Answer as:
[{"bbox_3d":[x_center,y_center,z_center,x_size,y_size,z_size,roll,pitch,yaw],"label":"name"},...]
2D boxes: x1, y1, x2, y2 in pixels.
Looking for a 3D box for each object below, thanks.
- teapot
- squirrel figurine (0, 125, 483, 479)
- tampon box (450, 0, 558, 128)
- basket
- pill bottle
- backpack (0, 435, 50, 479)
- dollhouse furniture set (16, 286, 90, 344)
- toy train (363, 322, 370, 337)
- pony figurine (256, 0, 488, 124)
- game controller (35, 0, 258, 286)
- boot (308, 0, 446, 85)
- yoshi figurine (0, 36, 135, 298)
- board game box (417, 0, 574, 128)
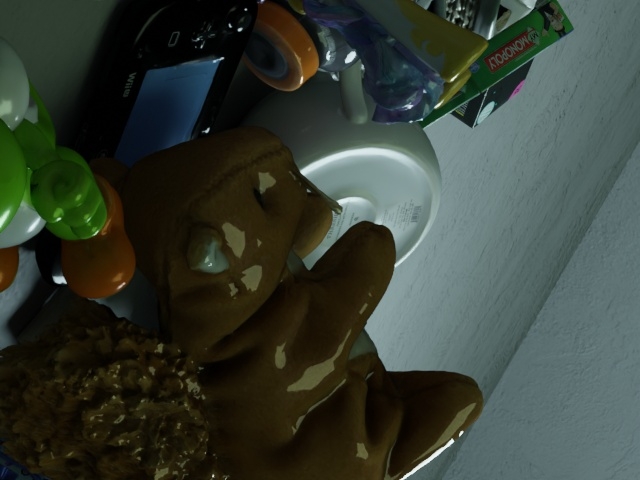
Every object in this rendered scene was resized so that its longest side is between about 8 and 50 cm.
[{"bbox_3d":[-0.005,-0.082,1.965,0.256,0.187,0.252,-37,137,12],"label":"teapot"},{"bbox_3d":[-0.106,0.094,1.690,0.397,0.281,0.370,-39,140,-10],"label":"squirrel figurine"},{"bbox_3d":[0.204,-0.245,2.329,0.120,0.101,0.161,-38,156,-42],"label":"tampon box"},{"bbox_3d":[0.196,-0.324,2.163,0.113,0.103,0.167,-44,159,-32],"label":"basket"},{"bbox_3d":[0.023,-0.250,1.802,0.246,0.130,0.130,-46,160,-26],"label":"pill bottle"},{"bbox_3d":[-0.328,0.251,1.776,0.173,0.158,0.117,19,97,-60],"label":"backpack"},{"bbox_3d":[-0.230,0.155,1.877,0.129,0.129,0.184,-51,163,-12],"label":"dollhouse furniture set"},{"bbox_3d":[-0.066,0.134,2.045,0.190,0.142,0.334,-55,-156,-13],"label":"toy train"},{"bbox_3d":[-0.006,-0.265,1.453,0.351,0.363,0.303,-47,176,32],"label":"pony figurine"},{"bbox_3d":[-0.161,-0.095,1.709,0.166,0.067,0.319,-28,148,-55],"label":"game controller"},{"bbox_3d":[0.059,-0.199,1.998,0.095,0.123,0.258,-43,159,-34],"label":"boot"},{"bbox_3d":[-0.254,-0.034,1.379,0.203,0.203,0.362,-45,158,-10],"label":"yoshi figurine"},{"bbox_3d":[0.115,-0.153,2.116,0.317,0.046,0.213,-31,-178,44],"label":"board game box"}]
